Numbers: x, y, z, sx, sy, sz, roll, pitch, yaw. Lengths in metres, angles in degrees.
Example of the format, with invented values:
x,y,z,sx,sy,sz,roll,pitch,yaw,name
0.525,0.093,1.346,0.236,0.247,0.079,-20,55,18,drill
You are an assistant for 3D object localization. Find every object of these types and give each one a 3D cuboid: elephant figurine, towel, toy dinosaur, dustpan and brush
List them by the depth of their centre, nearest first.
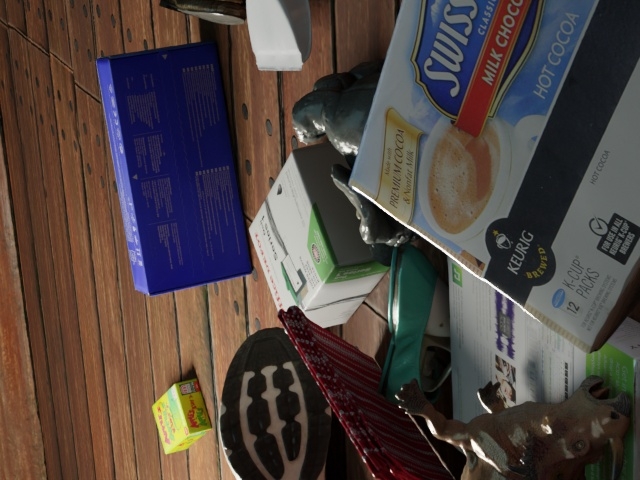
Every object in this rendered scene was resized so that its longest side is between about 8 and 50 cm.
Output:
x,y,z,sx,sy,sz,roll,pitch,yaw,name
0.175,0.233,1.366,0.200,0.127,0.296,44,147,41,toy dinosaur
0.082,-0.064,1.566,0.169,0.186,0.239,-9,108,25,elephant figurine
0.067,0.197,1.704,0.031,0.199,0.275,-44,47,10,towel
-0.052,-0.320,1.843,0.147,0.060,0.211,14,121,63,dustpan and brush

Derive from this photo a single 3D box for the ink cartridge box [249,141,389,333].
x,y,z,sx,sy,sz,roll,pitch,yaw,name
0.000,0.000,1.822,0.219,0.092,0.160,123,131,-59,ink cartridge box

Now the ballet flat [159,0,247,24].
x,y,z,sx,sy,sz,roll,pitch,yaw,name
-0.164,-0.338,2.070,0.250,0.084,0.058,30,105,65,ballet flat

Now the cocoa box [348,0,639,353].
x,y,z,sx,sy,sz,roll,pitch,yaw,name
0.198,-0.146,1.021,0.228,0.231,0.347,35,141,16,cocoa box

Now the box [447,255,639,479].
x,y,z,sx,sy,sz,roll,pitch,yaw,name
0.225,0.155,1.429,0.322,0.058,0.232,-144,46,-59,box

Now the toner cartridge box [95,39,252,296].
x,y,z,sx,sy,sz,roll,pitch,yaw,name
-0.212,-0.107,2.170,0.075,0.165,0.348,-168,68,-65,toner cartridge box

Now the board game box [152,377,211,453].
x,y,z,sx,sy,sz,roll,pitch,yaw,name
-0.245,0.310,2.614,0.181,0.043,0.092,-45,61,64,board game box

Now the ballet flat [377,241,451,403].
x,y,z,sx,sy,sz,roll,pitch,yaw,name
0.114,0.094,1.623,0.247,0.087,0.083,92,-168,-48,ballet flat

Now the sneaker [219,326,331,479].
x,y,z,sx,sy,sz,roll,pitch,yaw,name
-0.053,0.326,2.077,0.182,0.158,0.410,147,115,-84,sneaker
